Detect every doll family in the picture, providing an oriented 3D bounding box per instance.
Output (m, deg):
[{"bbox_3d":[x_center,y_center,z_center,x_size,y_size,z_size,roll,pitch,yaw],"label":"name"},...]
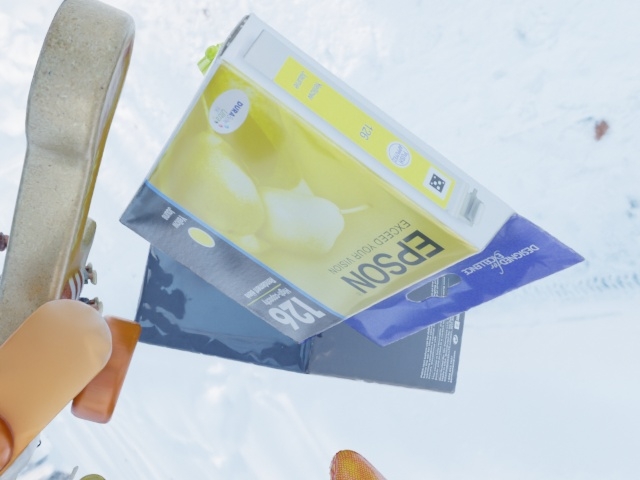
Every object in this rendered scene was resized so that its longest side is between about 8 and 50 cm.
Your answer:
[{"bbox_3d":[-0.380,0.042,1.002,0.193,0.111,0.076,41,128,44],"label":"doll family"}]

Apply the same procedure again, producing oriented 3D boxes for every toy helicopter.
[{"bbox_3d":[-0.176,0.032,0.429,0.140,0.235,0.355,19,121,-10],"label":"toy helicopter"}]

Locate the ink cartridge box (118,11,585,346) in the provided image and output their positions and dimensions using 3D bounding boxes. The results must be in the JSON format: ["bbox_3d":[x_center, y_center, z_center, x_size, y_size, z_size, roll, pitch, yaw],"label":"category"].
[{"bbox_3d":[0.000,0.000,0.622,0.307,0.072,0.303,37,147,-10],"label":"ink cartridge box"}]

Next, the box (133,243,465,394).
[{"bbox_3d":[-0.027,0.092,1.007,0.343,0.179,0.312,1,166,43],"label":"box"}]

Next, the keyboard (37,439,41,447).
[{"bbox_3d":[-0.362,0.221,0.888,0.100,0.038,0.192,54,133,49],"label":"keyboard"}]

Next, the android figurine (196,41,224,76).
[{"bbox_3d":[-0.080,-0.186,1.039,0.248,0.056,0.273,53,-173,27],"label":"android figurine"}]

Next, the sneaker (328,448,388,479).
[{"bbox_3d":[0.068,0.202,0.493,0.064,0.067,0.175,25,-166,-47],"label":"sneaker"}]

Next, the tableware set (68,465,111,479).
[{"bbox_3d":[-0.279,0.364,0.933,0.154,0.104,0.024,35,154,-24],"label":"tableware set"}]
